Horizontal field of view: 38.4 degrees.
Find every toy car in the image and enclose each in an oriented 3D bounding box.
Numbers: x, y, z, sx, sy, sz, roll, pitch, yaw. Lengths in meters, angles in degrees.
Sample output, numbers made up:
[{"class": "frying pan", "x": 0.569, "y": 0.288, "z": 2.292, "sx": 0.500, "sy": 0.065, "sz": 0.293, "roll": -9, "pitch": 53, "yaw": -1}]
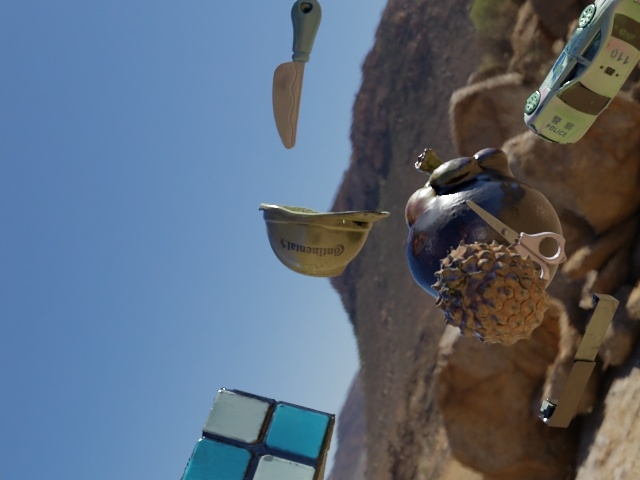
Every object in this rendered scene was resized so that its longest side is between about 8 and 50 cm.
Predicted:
[{"class": "toy car", "x": 0.369, "y": -0.227, "z": 1.249, "sx": 0.224, "sy": 0.090, "sz": 0.076, "roll": -61, "pitch": 20, "yaw": 23}]

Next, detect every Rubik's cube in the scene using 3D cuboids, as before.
[{"class": "Rubik's cube", "x": -0.085, "y": 0.328, "z": 1.213, "sx": 0.183, "sy": 0.167, "sz": 0.180, "roll": -72, "pitch": -7, "yaw": -50}]

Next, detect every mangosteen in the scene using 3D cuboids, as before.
[{"class": "mangosteen", "x": 0.310, "y": -0.015, "z": 1.721, "sx": 0.297, "sy": 0.297, "sz": 0.313, "roll": 84, "pitch": -161, "yaw": -72}]

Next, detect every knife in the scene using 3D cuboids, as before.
[{"class": "knife", "x": -0.045, "y": -0.270, "z": 1.472, "sx": 0.032, "sy": 0.058, "sz": 0.244, "roll": -109, "pitch": 31, "yaw": -87}]

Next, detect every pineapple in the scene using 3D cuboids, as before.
[{"class": "pineapple", "x": 0.243, "y": 0.073, "z": 1.370, "sx": 0.193, "sy": 0.166, "sz": 0.166, "roll": 22, "pitch": -87, "yaw": -42}]

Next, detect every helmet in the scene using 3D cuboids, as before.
[{"class": "helmet", "x": 0.004, "y": 0.004, "z": 1.786, "sx": 0.204, "sy": 0.258, "sz": 0.137, "roll": -2, "pitch": -84, "yaw": -70}]

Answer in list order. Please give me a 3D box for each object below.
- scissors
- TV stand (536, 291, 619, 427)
[{"class": "scissors", "x": 0.304, "y": -0.005, "z": 1.461, "sx": 0.100, "sy": 0.189, "sz": 0.015, "roll": -52, "pitch": 7, "yaw": 2}, {"class": "TV stand", "x": 0.461, "y": 0.215, "z": 1.648, "sx": 0.040, "sy": 0.049, "sz": 0.256, "roll": 48, "pitch": 125, "yaw": 58}]
